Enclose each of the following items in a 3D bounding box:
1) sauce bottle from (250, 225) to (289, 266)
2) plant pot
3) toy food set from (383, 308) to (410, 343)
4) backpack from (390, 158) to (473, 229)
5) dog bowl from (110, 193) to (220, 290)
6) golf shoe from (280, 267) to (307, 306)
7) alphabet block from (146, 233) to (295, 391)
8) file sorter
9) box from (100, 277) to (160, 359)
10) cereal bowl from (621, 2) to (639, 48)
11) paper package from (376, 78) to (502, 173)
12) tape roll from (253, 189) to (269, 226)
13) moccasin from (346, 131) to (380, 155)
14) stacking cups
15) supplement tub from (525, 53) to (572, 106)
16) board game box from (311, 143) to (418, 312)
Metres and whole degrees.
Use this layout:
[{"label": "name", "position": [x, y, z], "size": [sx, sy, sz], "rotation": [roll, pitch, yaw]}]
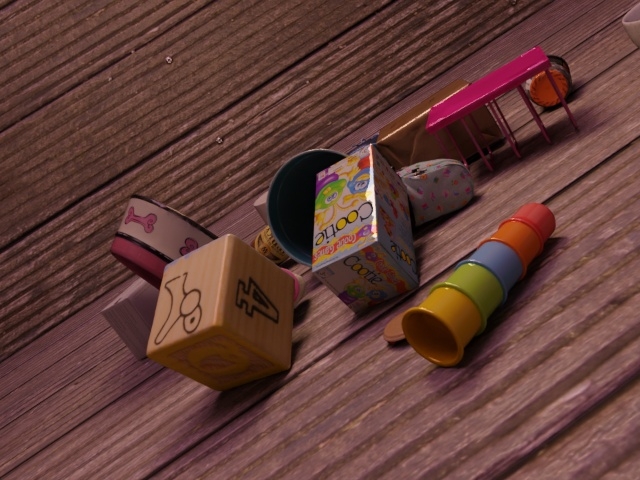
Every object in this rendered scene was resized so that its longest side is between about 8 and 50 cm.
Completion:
[{"label": "sauce bottle", "position": [-0.120, 0.008, 1.745], "size": [0.344, 0.111, 0.111], "rotation": [-43, 9, 22]}, {"label": "plant pot", "position": [0.042, -0.087, 1.501], "size": [0.272, 0.271, 0.255], "rotation": [-27, 0, 21]}, {"label": "toy food set", "position": [0.136, 0.133, 0.971], "size": [0.083, 0.020, 0.082], "rotation": [-29, 14, 15]}, {"label": "backpack", "position": [0.242, -0.107, 1.365], "size": [0.182, 0.152, 0.115], "rotation": [-21, 18, -4]}, {"label": "dog bowl", "position": [-0.344, 0.064, 1.564], "size": [0.150, 0.408, 0.408], "rotation": [-58, 21, -15]}, {"label": "golf shoe", "position": [-0.153, 0.171, 1.368], "size": [0.306, 0.115, 0.140], "rotation": [-32, -13, 15]}, {"label": "alphabet block", "position": [-0.177, 0.138, 1.150], "size": [0.192, 0.193, 0.197], "rotation": [-25, 45, 32]}, {"label": "file sorter", "position": [0.424, -0.285, 1.456], "size": [0.291, 0.182, 0.202], "rotation": [-28, 15, 23]}, {"label": "box", "position": [-0.486, 0.207, 1.769], "size": [0.119, 0.182, 0.181], "rotation": [-26, 15, 28]}, {"label": "cereal bowl", "position": [0.854, -0.505, 1.348], "size": [0.339, 0.141, 0.339], "rotation": [-31, 13, 8]}, {"label": "paper package", "position": [0.322, -0.303, 1.757], "size": [0.309, 0.168, 0.325], "rotation": [-32, 11, 14]}, {"label": "tape roll", "position": [-0.065, -0.109, 1.965], "size": [0.246, 0.169, 0.246], "rotation": [-31, 13, 8]}, {"label": "moccasin", "position": [0.227, -0.309, 2.133], "size": [0.342, 0.137, 0.117], "rotation": [-20, 27, -3]}, {"label": "stacking cups", "position": [0.243, 0.052, 0.902], "size": [0.316, 0.096, 0.096], "rotation": [-37, 14, -36]}, {"label": "supplement tub", "position": [0.613, -0.429, 1.675], "size": [0.117, 0.117, 0.190], "rotation": [-25, 15, 28]}, {"label": "board game box", "position": [0.082, -0.027, 1.195], "size": [0.142, 0.144, 0.275], "rotation": [-27, 38, 25]}]
